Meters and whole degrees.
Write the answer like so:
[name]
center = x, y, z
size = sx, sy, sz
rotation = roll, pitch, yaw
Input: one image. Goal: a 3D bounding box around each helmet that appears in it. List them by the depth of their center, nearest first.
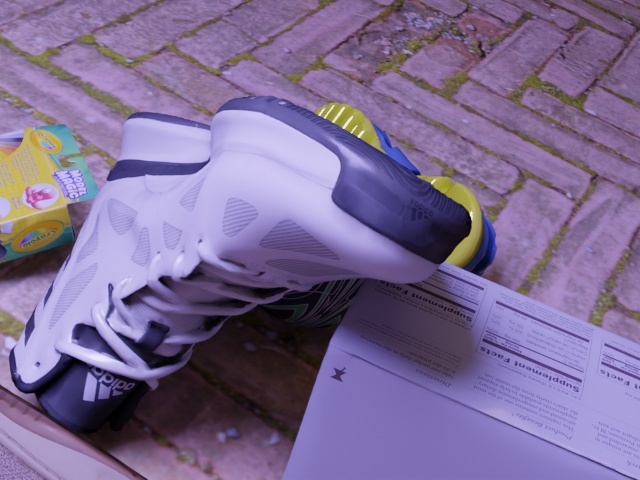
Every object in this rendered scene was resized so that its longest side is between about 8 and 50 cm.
[helmet]
center = 0.000, 0.000, 0.910
size = 0.169, 0.169, 0.161
rotation = -1, 27, -23

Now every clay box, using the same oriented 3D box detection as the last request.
[clay box]
center = -0.320, -0.031, 0.884
size = 0.222, 0.053, 0.127
rotation = -17, 47, -19

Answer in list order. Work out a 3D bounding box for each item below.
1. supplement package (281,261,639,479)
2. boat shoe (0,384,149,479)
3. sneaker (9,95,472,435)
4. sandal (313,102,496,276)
[supplement package]
center = 0.121, 0.160, 0.727
size = 0.262, 0.204, 0.145
rotation = 24, 36, 8
[boat shoe]
center = -0.259, 0.146, 0.655
size = 0.342, 0.123, 0.123
rotation = 32, 75, -2
[sneaker]
center = -0.082, 0.046, 0.710
size = 0.169, 0.257, 0.447
rotation = 30, -10, -28
[sandal]
center = 0.077, -0.041, 1.064
size = 0.138, 0.126, 0.317
rotation = 32, 10, -48
